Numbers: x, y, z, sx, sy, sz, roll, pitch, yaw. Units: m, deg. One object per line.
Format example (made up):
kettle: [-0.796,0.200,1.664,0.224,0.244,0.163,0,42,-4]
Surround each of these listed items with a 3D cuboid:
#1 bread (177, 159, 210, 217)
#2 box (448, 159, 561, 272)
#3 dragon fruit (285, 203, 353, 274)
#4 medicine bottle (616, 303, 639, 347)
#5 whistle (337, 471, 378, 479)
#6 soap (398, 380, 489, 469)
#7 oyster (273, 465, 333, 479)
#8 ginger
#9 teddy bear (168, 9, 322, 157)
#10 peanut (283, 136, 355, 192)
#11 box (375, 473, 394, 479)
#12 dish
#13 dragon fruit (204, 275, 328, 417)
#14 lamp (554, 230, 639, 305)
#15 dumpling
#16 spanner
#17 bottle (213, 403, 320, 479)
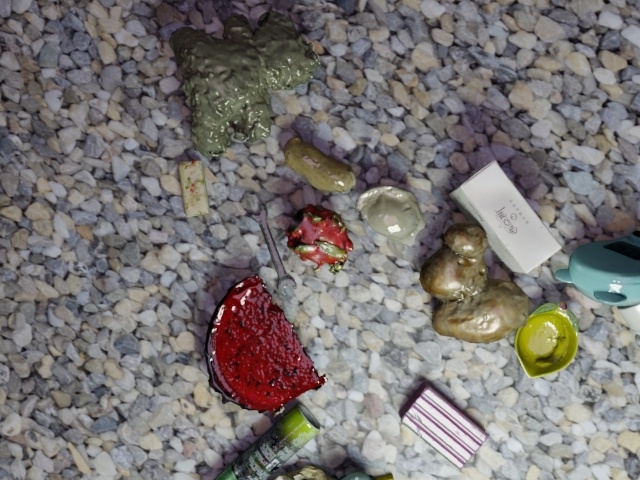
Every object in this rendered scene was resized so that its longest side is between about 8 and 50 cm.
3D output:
bread: [-0.344,-0.140,1.541,0.068,0.028,0.154,-8,89,2]
box: [0.445,-0.052,1.400,0.111,0.194,0.260,-35,87,2]
dragon fruit: [0.000,0.000,1.451,0.172,0.160,0.167,31,49,1]
medicine bottle: [0.850,0.233,1.394,0.139,0.139,0.237,-36,85,2]
whistle: [0.096,0.676,1.405,0.163,0.163,0.290,-6,125,4]
soap: [0.313,0.473,1.457,0.203,0.065,0.122,40,91,4]
oyster: [-0.072,0.646,1.481,0.209,0.072,0.133,-37,102,19]
ginger: [0.362,0.111,1.413,0.244,0.155,0.304,-27,96,30]
teddy bear: [-0.186,-0.428,1.477,0.367,0.224,0.358,-14,86,-12]
peanut: [-0.006,-0.192,1.487,0.214,0.099,0.099,37,91,2]
box: [0.146,0.763,1.471,0.153,0.041,0.279,-14,87,4]
dish: [0.567,0.248,1.440,0.148,0.080,0.208,27,92,8]
dragon fruit: [-0.174,0.287,1.479,0.282,0.100,0.344,-32,83,4]
lamp: [0.736,0.064,1.381,0.284,0.209,0.147,-34,123,-11]
dumpling: [0.188,-0.071,1.463,0.199,0.118,0.136,40,93,-17]
spanner: [-0.127,0.025,1.526,0.054,0.015,0.255,-21,87,5]
bottle: [-0.150,0.566,1.472,0.330,0.093,0.093,-42,86,1]
